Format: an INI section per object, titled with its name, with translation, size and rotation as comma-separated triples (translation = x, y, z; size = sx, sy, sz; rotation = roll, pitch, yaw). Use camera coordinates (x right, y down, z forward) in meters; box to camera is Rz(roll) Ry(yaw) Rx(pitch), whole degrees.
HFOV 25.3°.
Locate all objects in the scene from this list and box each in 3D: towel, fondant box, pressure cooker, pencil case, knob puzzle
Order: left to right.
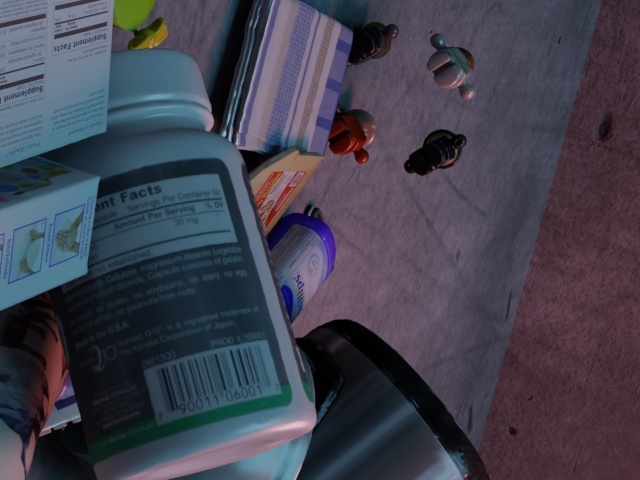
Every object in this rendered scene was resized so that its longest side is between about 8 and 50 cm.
[fondant box]
translation = -0.362, -0.007, 1.084
size = 0.330, 0.238, 0.096
rotation = -29, 132, -58
[pencil case]
translation = -0.321, 0.165, 1.273
size = 0.410, 0.160, 0.183
rotation = -78, -166, -45
[knob puzzle]
translation = -0.093, -0.053, 1.888
size = 0.213, 0.030, 0.213
rotation = -42, 162, -16
[towel]
translation = -0.040, -0.209, 1.885
size = 0.285, 0.034, 0.209
rotation = 7, 98, -67
[pressure cooker]
translation = -0.025, 0.356, 1.877
size = 0.420, 0.375, 0.370
rotation = -37, 161, -14

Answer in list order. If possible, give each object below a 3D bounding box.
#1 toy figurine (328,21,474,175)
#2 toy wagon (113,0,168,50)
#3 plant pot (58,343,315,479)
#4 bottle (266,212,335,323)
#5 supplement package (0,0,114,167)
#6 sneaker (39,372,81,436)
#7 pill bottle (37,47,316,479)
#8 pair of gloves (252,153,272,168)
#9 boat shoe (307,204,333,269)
[toy figurine]
translation = 0.119, -0.206, 2.080
size = 0.148, 0.213, 0.209
rotation = -32, 134, -70
[toy wagon]
translation = -0.209, -0.339, 1.409
size = 0.267, 0.068, 0.344
rotation = -50, 150, -42
[plant pot]
translation = -0.180, 0.199, 1.662
size = 0.196, 0.293, 0.293
rotation = 32, 76, -40
[bottle]
translation = -0.079, 0.084, 1.993
size = 0.283, 0.092, 0.118
rotation = -52, 152, -39
[supplement package]
translation = -0.320, -0.147, 1.117
size = 0.262, 0.204, 0.145
rotation = -30, 132, -58
[sneaker]
translation = -0.345, 0.153, 1.473
size = 0.283, 0.107, 0.124
rotation = -20, 97, -54
[pill bottle]
translation = -0.145, 0.025, 1.289
size = 0.204, 0.204, 0.361
rotation = 16, 56, -68
[pair of gloves]
translation = -0.057, -0.178, 1.936
size = 0.159, 0.023, 0.198
rotation = -62, 155, -22
[boat shoe]
translation = 0.000, 0.000, 2.182
size = 0.046, 0.038, 0.125
rotation = -50, 150, -42
